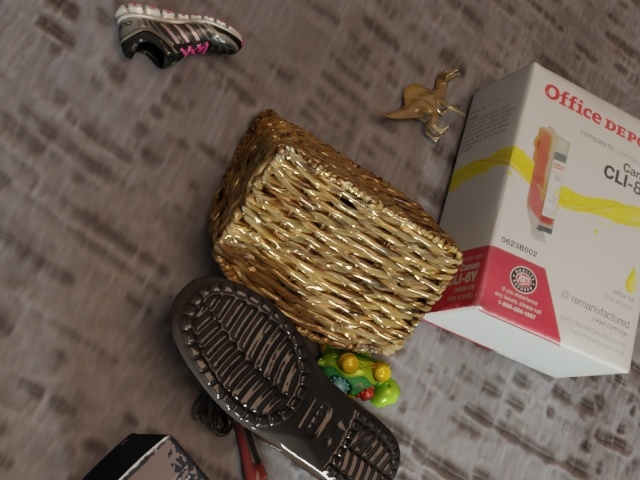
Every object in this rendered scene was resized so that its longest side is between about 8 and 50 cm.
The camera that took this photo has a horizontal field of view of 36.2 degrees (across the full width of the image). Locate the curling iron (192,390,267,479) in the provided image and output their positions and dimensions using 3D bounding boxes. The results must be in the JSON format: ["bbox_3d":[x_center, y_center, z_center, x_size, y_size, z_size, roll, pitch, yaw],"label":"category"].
[{"bbox_3d":[-0.094,0.307,1.232,0.068,0.035,0.274,-18,88,-31],"label":"curling iron"}]

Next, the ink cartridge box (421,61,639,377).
[{"bbox_3d":[0.334,-0.025,1.441,0.279,0.160,0.385,23,71,-21],"label":"ink cartridge box"}]

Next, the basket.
[{"bbox_3d":[0.000,0.000,1.308,0.299,0.223,0.213,30,101,-19],"label":"basket"}]

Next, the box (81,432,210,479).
[{"bbox_3d":[-0.169,0.330,1.126,0.108,0.153,0.207,-43,99,-26],"label":"box"}]

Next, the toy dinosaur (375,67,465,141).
[{"bbox_3d":[0.153,-0.192,1.455,0.183,0.053,0.093,-35,81,-35],"label":"toy dinosaur"}]

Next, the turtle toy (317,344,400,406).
[{"bbox_3d":[0.052,0.182,1.307,0.130,0.095,0.066,19,93,-22],"label":"turtle toy"}]

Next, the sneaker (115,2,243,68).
[{"bbox_3d":[-0.186,-0.256,1.282,0.170,0.063,0.075,8,76,-20],"label":"sneaker"}]

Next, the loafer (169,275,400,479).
[{"bbox_3d":[-0.061,0.194,1.217,0.366,0.130,0.134,49,66,-17],"label":"loafer"}]
